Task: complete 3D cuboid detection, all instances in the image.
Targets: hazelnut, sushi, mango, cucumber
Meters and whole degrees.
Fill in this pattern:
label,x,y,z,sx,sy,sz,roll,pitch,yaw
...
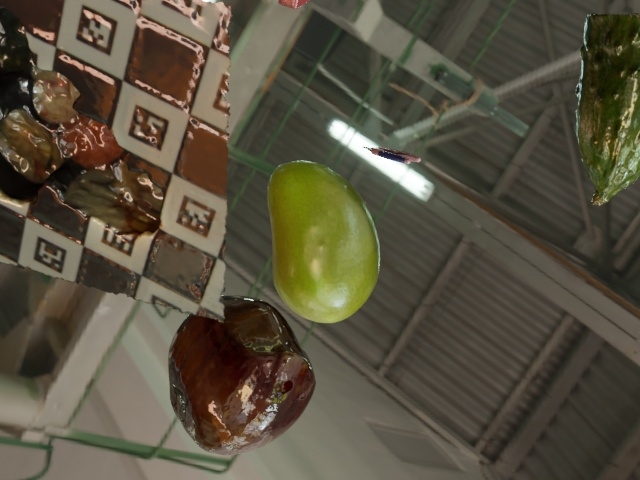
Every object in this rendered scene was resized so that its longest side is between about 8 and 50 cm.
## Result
label,x,y,z,sx,sy,sz,roll,pitch,yaw
hazelnut,-0.123,0.181,1.213,0.218,0.218,0.234,-60,-164,9
sushi,-0.227,-0.107,0.794,0.339,0.069,0.320,14,-54,12
mango,0.008,0.002,1.449,0.149,0.185,0.273,-168,-105,-73
cucumber,0.377,-0.163,1.093,0.134,0.134,0.244,21,-73,48

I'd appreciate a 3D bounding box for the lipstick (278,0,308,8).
label,x,y,z,sx,sy,sz,roll,pitch,yaw
lipstick,0.059,-0.431,1.326,0.051,0.051,0.312,33,-124,31

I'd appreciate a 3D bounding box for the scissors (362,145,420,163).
label,x,y,z,sx,sy,sz,roll,pitch,yaw
scissors,0.116,-0.147,1.480,0.113,0.039,0.012,21,-65,39
